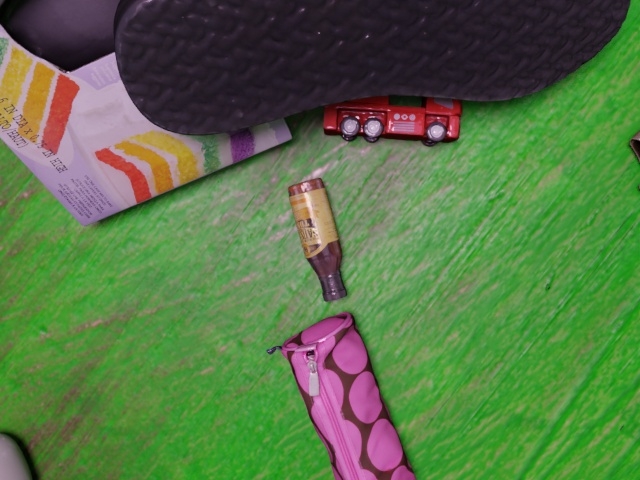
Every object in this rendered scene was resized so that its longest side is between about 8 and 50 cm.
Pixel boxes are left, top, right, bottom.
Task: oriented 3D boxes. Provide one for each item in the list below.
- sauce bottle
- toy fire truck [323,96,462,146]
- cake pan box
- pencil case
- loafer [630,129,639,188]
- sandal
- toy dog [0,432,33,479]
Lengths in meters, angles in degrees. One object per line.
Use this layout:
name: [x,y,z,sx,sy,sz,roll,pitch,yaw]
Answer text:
sauce bottle: [0.000,0.000,0.614,0.042,0.042,0.128,-16,91,4]
toy fire truck: [0.051,-0.171,0.598,0.191,0.047,0.136,4,93,2]
cake pan box: [-0.182,-0.160,0.525,0.245,0.070,0.267,-22,135,2]
pencil case: [0.028,0.185,0.598,0.095,0.098,0.210,-23,93,4]
loafer: [0.354,-0.053,0.589,0.050,0.056,0.148,-18,83,5]
sandal: [0.053,-0.202,0.495,0.445,0.107,0.168,-9,134,-10]
toy dog: [-0.303,0.380,0.595,0.333,0.161,0.220,40,94,0]
